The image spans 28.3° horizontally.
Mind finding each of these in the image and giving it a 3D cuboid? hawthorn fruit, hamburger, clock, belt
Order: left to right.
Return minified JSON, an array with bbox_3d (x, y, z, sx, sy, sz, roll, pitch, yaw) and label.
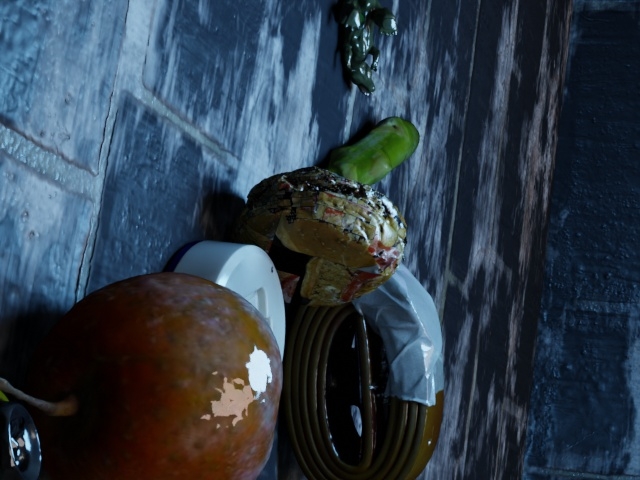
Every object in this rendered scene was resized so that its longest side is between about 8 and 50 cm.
[{"bbox_3d":[-0.168,0.149,1.182,0.231,0.263,0.235,-121,-151,-57],"label":"hawthorn fruit"},{"bbox_3d":[-0.115,0.117,1.475,0.230,0.083,0.230,5,90,-71],"label":"clock"},{"bbox_3d":[0.000,0.000,1.555,0.231,0.231,0.107,67,35,-50],"label":"hamburger"},{"bbox_3d":[0.063,0.192,1.757,0.122,0.217,0.339,-3,95,-70],"label":"belt"}]

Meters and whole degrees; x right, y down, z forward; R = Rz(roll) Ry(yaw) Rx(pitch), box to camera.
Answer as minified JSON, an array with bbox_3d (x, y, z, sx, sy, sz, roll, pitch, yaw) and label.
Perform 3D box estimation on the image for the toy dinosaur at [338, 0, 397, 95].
[{"bbox_3d":[0.049,-0.322,1.918,0.179,0.087,0.187,-125,-135,-63],"label":"toy dinosaur"}]

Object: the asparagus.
[{"bbox_3d":[0.068,-0.116,1.910,0.343,0.085,0.082,-42,128,-60],"label":"asparagus"}]

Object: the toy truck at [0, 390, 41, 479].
[{"bbox_3d":[-0.303,0.101,0.921,0.224,0.147,0.165,64,13,-57],"label":"toy truck"}]
